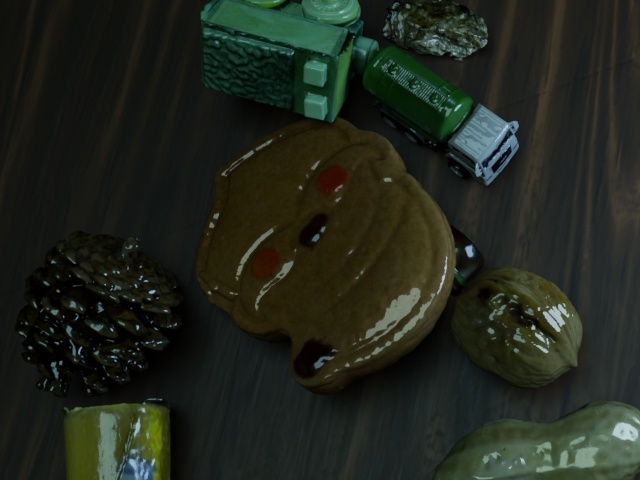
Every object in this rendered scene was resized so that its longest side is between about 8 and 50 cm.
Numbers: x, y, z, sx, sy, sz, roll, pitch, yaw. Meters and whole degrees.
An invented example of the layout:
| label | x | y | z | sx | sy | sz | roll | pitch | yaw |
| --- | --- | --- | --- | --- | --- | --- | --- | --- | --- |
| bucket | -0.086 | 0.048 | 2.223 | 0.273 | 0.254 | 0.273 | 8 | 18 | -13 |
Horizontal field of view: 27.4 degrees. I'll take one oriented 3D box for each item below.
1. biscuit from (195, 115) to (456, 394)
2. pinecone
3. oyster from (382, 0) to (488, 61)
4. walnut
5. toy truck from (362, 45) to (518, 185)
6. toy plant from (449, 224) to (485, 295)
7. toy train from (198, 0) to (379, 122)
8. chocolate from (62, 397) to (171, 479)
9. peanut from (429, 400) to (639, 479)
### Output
| label | x | y | z | sx | sy | sz | roll | pitch | yaw |
| --- | --- | --- | --- | --- | --- | --- | --- | --- | --- |
| biscuit | 0.000 | 0.000 | 1.897 | 0.350 | 0.078 | 0.455 | -48 | 53 | -6 |
| pinecone | -0.333 | 0.101 | 1.927 | 0.257 | 0.243 | 0.243 | -31 | 66 | 26 |
| oyster | 0.178 | -0.330 | 2.017 | 0.177 | 0.056 | 0.105 | 34 | 76 | 27 |
| walnut | 0.273 | 0.122 | 1.795 | 0.184 | 0.155 | 0.155 | 34 | 84 | 27 |
| toy truck | 0.173 | -0.190 | 1.931 | 0.242 | 0.125 | 0.101 | 38 | 84 | 20 |
| toy plant | 0.153 | 0.058 | 1.875 | 0.162 | 0.093 | 0.093 | -43 | 67 | -2 |
| toy train | -0.053 | -0.295 | 1.977 | 0.271 | 0.159 | 0.188 | 16 | 46 | 12 |
| chocolate | -0.270 | 0.445 | 1.845 | 0.162 | 0.162 | 0.445 | -9 | 73 | 12 |
| peanut | 0.290 | 0.300 | 1.739 | 0.313 | 0.149 | 0.149 | -15 | 70 | 10 |
